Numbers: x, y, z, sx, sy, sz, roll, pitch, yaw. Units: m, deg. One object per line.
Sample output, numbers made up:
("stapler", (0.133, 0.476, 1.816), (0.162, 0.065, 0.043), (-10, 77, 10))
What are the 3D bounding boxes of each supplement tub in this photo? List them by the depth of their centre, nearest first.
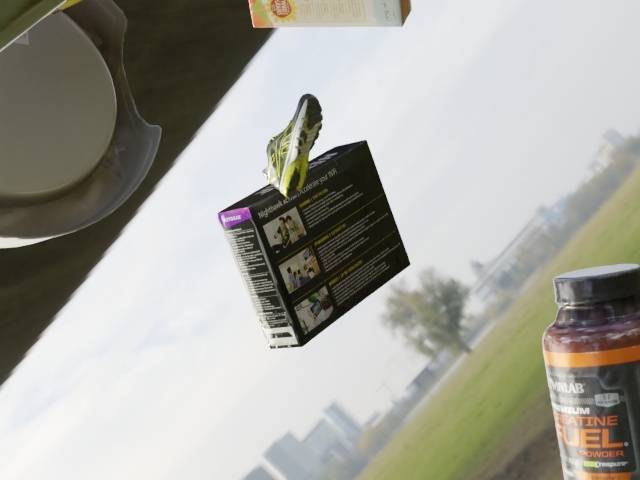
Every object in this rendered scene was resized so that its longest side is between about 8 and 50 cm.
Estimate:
("supplement tub", (0.236, 0.121, 0.858), (0.106, 0.198, 0.106), (-10, 1, 0))

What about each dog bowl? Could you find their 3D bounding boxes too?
("dog bowl", (-0.349, -0.151, 1.155), (0.349, 0.349, 0.102), (-40, 5, -39))

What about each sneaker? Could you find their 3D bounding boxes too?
("sneaker", (-0.025, -0.075, 0.829), (0.031, 0.035, 0.083), (-16, -52, -58))

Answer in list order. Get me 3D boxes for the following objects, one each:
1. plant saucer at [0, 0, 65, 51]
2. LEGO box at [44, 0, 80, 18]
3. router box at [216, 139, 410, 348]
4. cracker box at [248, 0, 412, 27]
("plant saucer", (-0.070, -0.116, 0.226), (0.400, 0.100, 0.400), (-36, 14, 11))
("LEGO box", (-0.196, -0.427, 0.881), (0.500, 0.372, 0.193), (-9, 40, 42))
("router box", (0.000, 0.000, 0.983), (0.046, 0.133, 0.179), (-9, 17, 42))
("cracker box", (0.008, -0.388, 1.538), (0.067, 0.232, 0.156), (-62, -30, -51))
